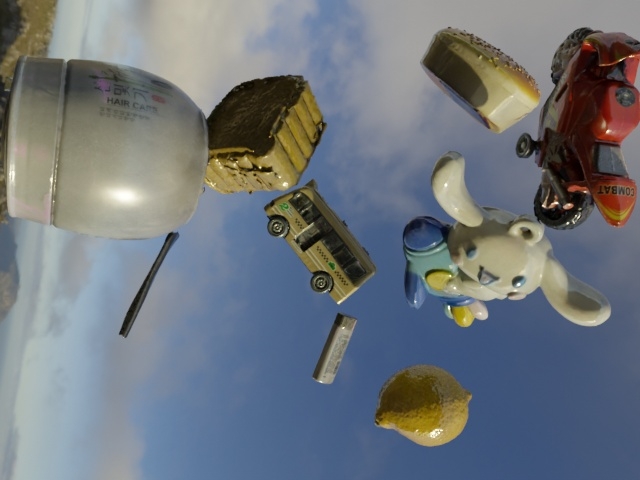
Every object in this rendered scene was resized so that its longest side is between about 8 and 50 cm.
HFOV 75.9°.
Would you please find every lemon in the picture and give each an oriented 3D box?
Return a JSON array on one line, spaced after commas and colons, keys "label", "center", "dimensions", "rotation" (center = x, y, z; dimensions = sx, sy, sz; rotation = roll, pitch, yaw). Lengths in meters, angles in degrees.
[{"label": "lemon", "center": [0.243, 0.388, 0.976], "dimensions": [0.187, 0.244, 0.187], "rotation": [170, -90, -86]}]

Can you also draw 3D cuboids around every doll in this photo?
[{"label": "doll", "center": [0.284, 0.048, 0.807], "dimensions": [0.376, 0.187, 0.365], "rotation": [59, -28, 8]}]

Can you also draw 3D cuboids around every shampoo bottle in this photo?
[{"label": "shampoo bottle", "center": [0.047, 0.349, 1.338], "dimensions": [0.056, 0.086, 0.227], "rotation": [20, -93, 43]}, {"label": "shampoo bottle", "center": [-0.335, -0.138, 0.647], "dimensions": [0.273, 0.266, 0.273], "rotation": [-12, -105, 54]}]

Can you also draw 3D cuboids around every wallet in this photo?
[{"label": "wallet", "center": [-0.440, 0.103, 1.060], "dimensions": [0.285, 0.030, 0.146], "rotation": [-67, -166, -10]}]

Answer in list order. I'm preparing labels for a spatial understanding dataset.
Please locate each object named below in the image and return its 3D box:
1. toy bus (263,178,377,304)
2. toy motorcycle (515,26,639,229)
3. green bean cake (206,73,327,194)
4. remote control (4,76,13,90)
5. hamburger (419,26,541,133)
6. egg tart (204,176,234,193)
[{"label": "toy bus", "center": [0.000, 0.000, 1.248], "dimensions": [0.202, 0.365, 0.177], "rotation": [-38, -179, 6]}, {"label": "toy motorcycle", "center": [0.361, -0.162, 0.562], "dimensions": [0.171, 0.089, 0.298], "rotation": [176, -79, -77]}, {"label": "green bean cake", "center": [-0.121, -0.206, 0.821], "dimensions": [0.224, 0.131, 0.230], "rotation": [6, -119, 31]}, {"label": "remote control", "center": [-0.699, -0.357, 0.947], "dimensions": [0.091, 0.016, 0.034], "rotation": [-122, -132, -68]}, {"label": "hamburger", "center": [0.376, -0.390, 0.975], "dimensions": [0.151, 0.227, 0.295], "rotation": [-46, -107, 23]}, {"label": "egg tart", "center": [-0.380, -0.282, 1.498], "dimensions": [0.106, 0.241, 0.241], "rotation": [-11, -107, 34]}]
